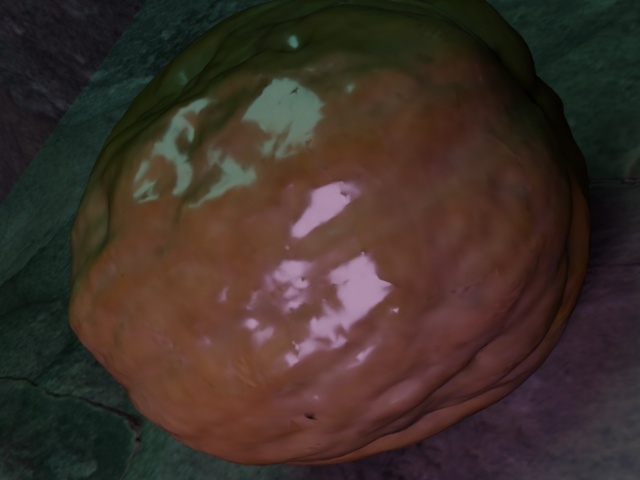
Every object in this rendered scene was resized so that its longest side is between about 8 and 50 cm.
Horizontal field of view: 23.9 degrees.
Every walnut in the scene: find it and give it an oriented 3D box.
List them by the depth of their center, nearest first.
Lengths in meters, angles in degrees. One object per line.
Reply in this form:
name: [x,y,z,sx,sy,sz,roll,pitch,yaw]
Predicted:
walnut: [-0.002,-0.003,0.957,0.344,0.306,0.306,-38,27,20]
